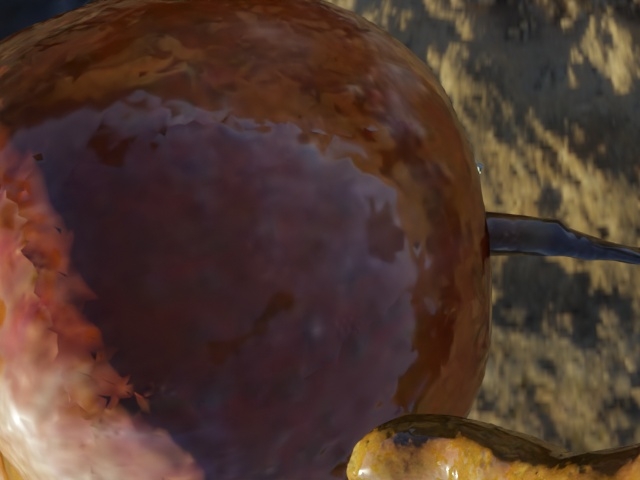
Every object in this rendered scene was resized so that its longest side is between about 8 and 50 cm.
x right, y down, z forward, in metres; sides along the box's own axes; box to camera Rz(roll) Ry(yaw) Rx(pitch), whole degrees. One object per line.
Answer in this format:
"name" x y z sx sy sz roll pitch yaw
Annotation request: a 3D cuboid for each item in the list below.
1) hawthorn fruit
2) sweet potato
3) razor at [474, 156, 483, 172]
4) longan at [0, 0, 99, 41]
"hawthorn fruit" -0.041 0.002 0.762 0.263 0.231 0.235 -49 135 -12
"sweet potato" 0.079 0.064 0.507 0.179 0.044 0.044 -7 115 47
"razor" 0.022 -0.017 1.055 0.135 0.040 0.068 -51 59 27
"longan" -0.258 -0.219 1.598 0.391 0.391 0.391 2 111 5
